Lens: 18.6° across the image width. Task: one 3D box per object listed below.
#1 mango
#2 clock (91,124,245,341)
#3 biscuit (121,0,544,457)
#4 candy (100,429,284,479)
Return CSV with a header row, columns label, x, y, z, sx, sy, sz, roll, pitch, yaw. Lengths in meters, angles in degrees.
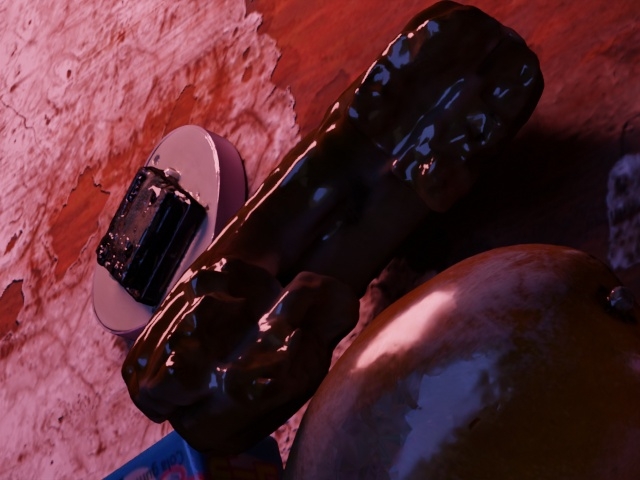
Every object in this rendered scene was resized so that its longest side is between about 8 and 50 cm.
label,x,y,z,sx,sy,sz,roll,pitch,yaw
mango,0.075,0.169,1.211,0.221,0.199,0.384,52,124,32
clock,-0.136,-0.001,1.687,0.198,0.064,0.172,-62,35,10
biscuit,0.001,-0.003,1.362,0.366,0.115,0.268,-49,4,-19
candy,-0.080,0.299,1.380,0.157,0.100,0.305,-35,57,34
